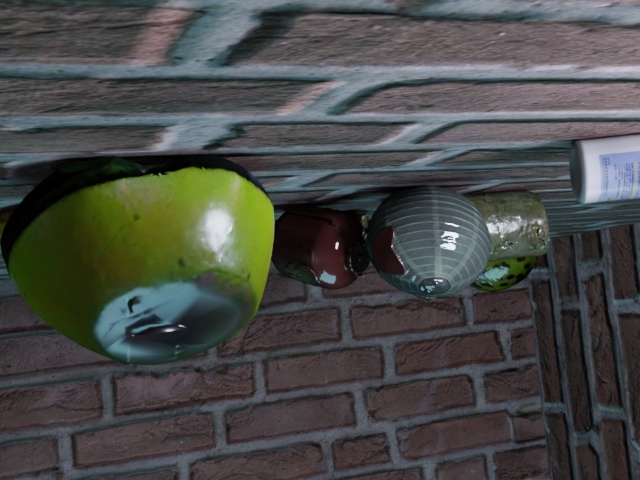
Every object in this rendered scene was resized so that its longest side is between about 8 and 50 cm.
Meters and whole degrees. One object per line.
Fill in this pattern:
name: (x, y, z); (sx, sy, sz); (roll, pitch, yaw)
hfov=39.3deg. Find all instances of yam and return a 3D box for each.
yam: (0.365, -0.029, 2.045); (0.304, 0.168, 0.168); (-5, 176, -15)

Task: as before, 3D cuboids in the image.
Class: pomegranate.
pomegranate: (0.403, -0.008, 2.236); (0.306, 0.242, 0.242); (34, 153, -32)

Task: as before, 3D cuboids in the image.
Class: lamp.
lamp: (-0.009, 0.007, 1.920); (0.258, 0.180, 0.180); (14, -170, 40)
lamp: (0.216, 0.007, 1.813); (0.265, 0.233, 0.233); (31, 155, -31)

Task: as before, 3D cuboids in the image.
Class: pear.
pear: (-0.239, 0.057, 1.288); (0.399, 0.165, 0.398); (-15, 145, -10)

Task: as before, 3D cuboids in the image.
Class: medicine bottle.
medicine bottle: (0.497, -0.117, 1.419); (0.187, 0.102, 0.103); (-5, 176, 4)

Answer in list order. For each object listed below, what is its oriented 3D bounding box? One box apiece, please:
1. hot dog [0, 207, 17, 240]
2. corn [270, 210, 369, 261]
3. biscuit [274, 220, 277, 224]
hot dog: (-0.553, -0.031, 1.607); (0.216, 0.047, 0.066); (-10, 137, 42)
corn: (-0.002, -0.004, 2.250); (0.305, 0.122, 0.123); (-14, 155, 32)
biscuit: (-0.195, -0.025, 2.289); (0.131, 0.025, 0.231); (-3, 176, -33)
